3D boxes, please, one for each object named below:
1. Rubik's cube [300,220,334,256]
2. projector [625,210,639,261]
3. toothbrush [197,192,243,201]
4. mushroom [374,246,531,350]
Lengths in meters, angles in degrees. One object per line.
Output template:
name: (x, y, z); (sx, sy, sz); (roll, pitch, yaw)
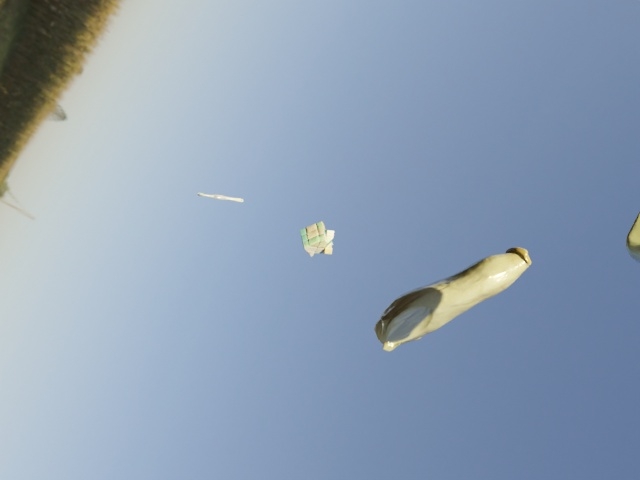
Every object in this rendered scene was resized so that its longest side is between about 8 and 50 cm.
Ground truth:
Rubik's cube: (-0.002, 0.002, 1.506); (0.084, 0.073, 0.075); (-8, -125, 19)
projector: (0.503, -0.013, 0.769); (0.177, 0.243, 0.163); (26, -80, 27)
toothbrush: (-0.269, -0.116, 1.642); (0.013, 0.131, 0.011); (5, -91, 57)
mushroom: (0.271, 0.114, 1.251); (0.352, 0.097, 0.109); (-27, 171, 4)
